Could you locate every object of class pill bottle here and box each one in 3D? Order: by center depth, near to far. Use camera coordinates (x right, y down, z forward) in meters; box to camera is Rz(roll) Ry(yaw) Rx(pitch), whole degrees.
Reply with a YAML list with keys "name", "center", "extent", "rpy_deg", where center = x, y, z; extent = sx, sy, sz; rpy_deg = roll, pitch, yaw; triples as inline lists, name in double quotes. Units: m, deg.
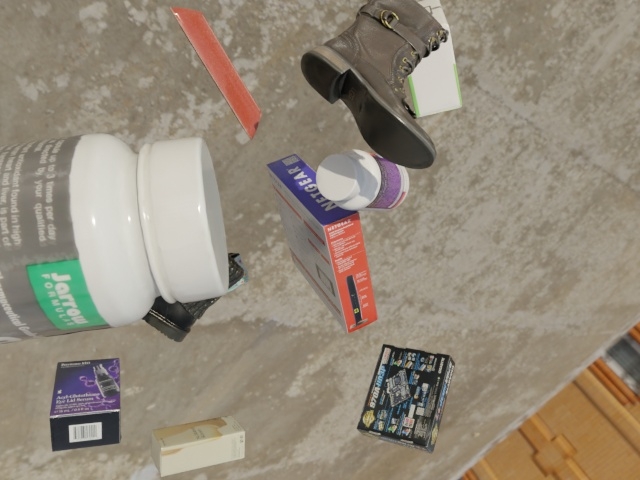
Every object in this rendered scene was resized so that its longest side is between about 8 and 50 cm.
- name: "pill bottle"
  center: [-0.289, -0.001, 0.587]
  extent: [0.361, 0.204, 0.204]
  rpy_deg: [-9, 141, -4]
- name: "pill bottle"
  center: [0.076, -0.107, 1.023]
  extent: [0.108, 0.108, 0.193]
  rpy_deg: [-52, 156, 22]

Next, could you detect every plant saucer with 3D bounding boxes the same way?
- name: "plant saucer"
  center: [-0.193, -0.328, 1.100]
  extent: [0.048, 0.258, 0.259]
  rpy_deg: [-31, 108, -1]

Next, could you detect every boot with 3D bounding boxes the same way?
- name: "boot"
  center: [0.122, -0.257, 0.841]
  extent: [0.229, 0.263, 0.091]
  rpy_deg: [-45, 180, -26]
- name: "boot"
  center: [-0.396, 0.064, 1.430]
  extent: [0.348, 0.131, 0.260]
  rpy_deg: [38, 95, -17]

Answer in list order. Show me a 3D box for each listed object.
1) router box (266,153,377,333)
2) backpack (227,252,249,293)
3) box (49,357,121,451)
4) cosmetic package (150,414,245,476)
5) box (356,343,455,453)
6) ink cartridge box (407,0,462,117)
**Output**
- name: "router box"
  center: [0.000, 0.000, 1.308]
  extent: [0.082, 0.335, 0.301]
  rpy_deg: [-23, 127, -14]
- name: "backpack"
  center: [-0.302, 0.109, 1.652]
  extent: [0.182, 0.152, 0.115]
  rpy_deg: [-28, 103, -31]
- name: "box"
  center: [-0.565, 0.392, 1.372]
  extent: [0.153, 0.207, 0.108]
  rpy_deg: [-1, 116, -21]
- name: "cosmetic package"
  center: [-0.166, 0.275, 0.764]
  extent: [0.115, 0.060, 0.041]
  rpy_deg: [-2, 98, -30]
- name: "box"
  center: [0.200, 0.359, 1.311]
  extent: [0.051, 0.175, 0.220]
  rpy_deg: [53, 50, -46]
- name: "ink cartridge box"
  center: [0.262, -0.452, 1.377]
  extent: [0.115, 0.273, 0.198]
  rpy_deg: [-12, 122, 14]
